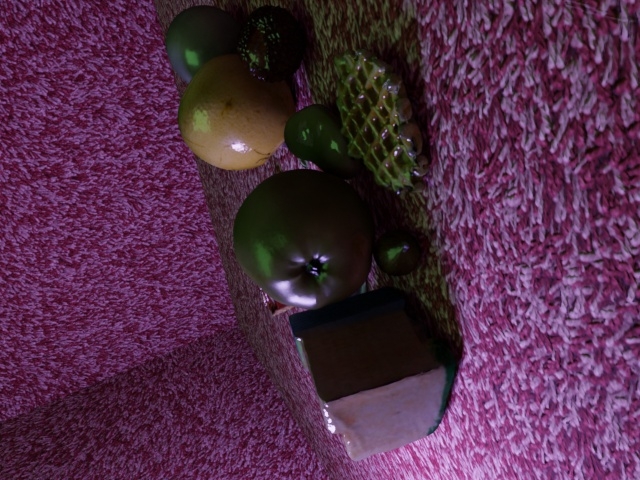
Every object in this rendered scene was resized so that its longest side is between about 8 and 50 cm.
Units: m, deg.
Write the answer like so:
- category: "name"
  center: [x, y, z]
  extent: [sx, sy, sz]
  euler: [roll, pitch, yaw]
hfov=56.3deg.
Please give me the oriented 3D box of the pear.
- category: "pear"
  center: [-0.243, -0.368, 1.736]
  extent: [0.348, 0.348, 0.348]
  euler: [55, 157, 37]

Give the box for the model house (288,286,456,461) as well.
- category: "model house"
  center: [0.122, 0.318, 1.552]
  extent: [0.382, 0.335, 0.342]
  euler: [81, 169, -46]

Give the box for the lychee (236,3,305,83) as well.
- category: "lychee"
  center: [-0.118, -0.493, 1.532]
  extent: [0.188, 0.188, 0.188]
  euler: [55, 157, 37]

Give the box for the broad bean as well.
- category: "broad bean"
  center: [0.015, -0.254, 1.519]
  extent: [0.263, 0.121, 0.189]
  euler: [35, 147, 38]

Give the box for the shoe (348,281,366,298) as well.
- category: "shoe"
  center: [0.056, 0.051, 1.687]
  extent: [0.160, 0.132, 0.363]
  euler: [45, 154, 53]

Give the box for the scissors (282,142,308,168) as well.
- category: "scissors"
  center: [-0.091, -0.305, 1.881]
  extent: [0.187, 0.020, 0.133]
  euler: [39, 150, 54]

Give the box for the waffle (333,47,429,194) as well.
- category: "waffle"
  center: [0.122, -0.251, 1.257]
  extent: [0.297, 0.073, 0.317]
  euler: [40, 149, 54]

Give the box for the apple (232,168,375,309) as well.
- category: "apple"
  center: [-0.036, -0.005, 1.452]
  extent: [0.357, 0.357, 0.357]
  euler: [55, 157, 37]

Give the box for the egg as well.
- category: "egg"
  center: [-0.366, -0.624, 1.935]
  extent: [0.352, 0.259, 0.258]
  euler: [-126, 22, -53]

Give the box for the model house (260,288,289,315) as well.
- category: "model house"
  center: [-0.113, 0.166, 2.185]
  extent: [0.160, 0.196, 0.254]
  euler: [52, 156, 38]

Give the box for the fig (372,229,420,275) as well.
- category: "fig"
  center: [0.176, 0.021, 1.352]
  extent: [0.109, 0.103, 0.154]
  euler: [41, 164, 11]
